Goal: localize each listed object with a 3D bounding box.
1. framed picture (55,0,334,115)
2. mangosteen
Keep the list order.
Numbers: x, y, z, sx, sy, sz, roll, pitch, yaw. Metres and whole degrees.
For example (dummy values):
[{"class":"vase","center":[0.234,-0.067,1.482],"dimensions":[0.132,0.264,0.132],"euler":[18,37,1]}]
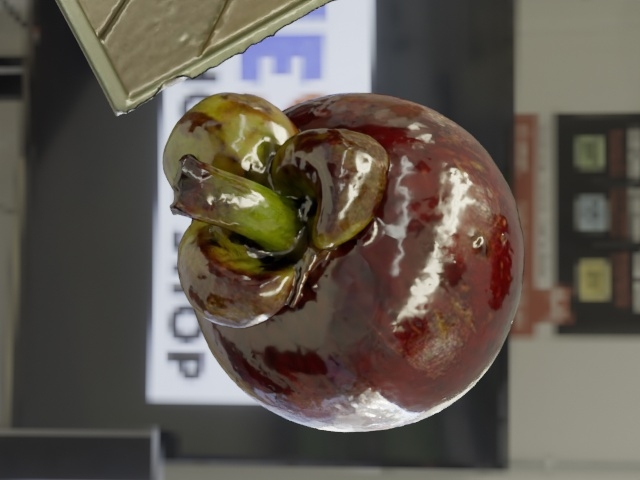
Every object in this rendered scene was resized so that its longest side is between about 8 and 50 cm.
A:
[{"class":"framed picture","center":[-0.036,-0.227,1.074],"dimensions":[0.211,0.289,0.020],"euler":[63,-10,-23]},{"class":"mangosteen","center":[0.000,0.000,1.147],"dimensions":[0.257,0.215,0.215],"euler":[31,52,-41]}]
